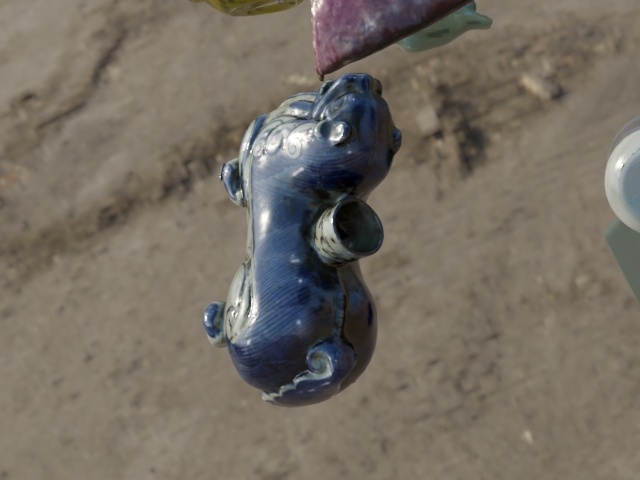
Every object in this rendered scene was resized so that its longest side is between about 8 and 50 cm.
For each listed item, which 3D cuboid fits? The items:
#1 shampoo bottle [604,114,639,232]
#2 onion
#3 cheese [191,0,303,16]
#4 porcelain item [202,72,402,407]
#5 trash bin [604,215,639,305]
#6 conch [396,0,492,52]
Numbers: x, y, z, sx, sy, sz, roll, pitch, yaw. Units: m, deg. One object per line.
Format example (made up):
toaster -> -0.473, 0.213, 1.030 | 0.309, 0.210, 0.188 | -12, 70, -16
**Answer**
shampoo bottle -> 0.232, -0.053, 1.136 | 0.074, 0.074, 0.192 | -19, 8, 13
onion -> 0.082, -0.241, 1.171 | 0.247, 0.111, 0.250 | -31, 15, 16
cheese -> -0.039, -0.326, 2.035 | 0.270, 0.069, 0.177 | -11, -4, 15
porcelain item -> 0.000, 0.000, 1.462 | 0.186, 0.138, 0.288 | -25, 56, 53
trash bin -> 0.393, -0.006, 1.654 | 0.101, 0.176, 0.236 | -18, -20, -26
conch -> 0.094, -0.234, 1.702 | 0.180, 0.088, 0.065 | -9, -23, -28
